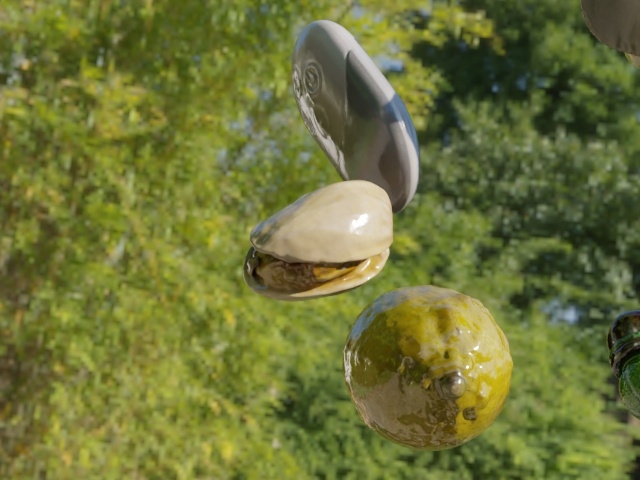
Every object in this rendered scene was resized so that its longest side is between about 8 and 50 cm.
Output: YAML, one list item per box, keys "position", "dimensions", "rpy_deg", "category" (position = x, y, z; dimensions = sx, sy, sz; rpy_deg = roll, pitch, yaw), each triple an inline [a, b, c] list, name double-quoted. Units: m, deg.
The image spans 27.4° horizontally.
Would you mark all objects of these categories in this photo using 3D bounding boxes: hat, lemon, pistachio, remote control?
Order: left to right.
- position: [0.000, 0.000, 1.756]
  dimensions: [0.230, 0.157, 0.157]
  rpy_deg: [-22, 7, -33]
  category: "pistachio"
- position: [0.049, -0.183, 1.943]
  dimensions: [0.104, 0.332, 0.221]
  rpy_deg: [-21, -35, -20]
  category: "remote control"
- position: [0.164, 0.199, 2.060]
  dimensions: [0.286, 0.285, 0.316]
  rpy_deg: [2, -8, 24]
  category: "lemon"
- position: [0.468, -0.385, 1.810]
  dimensions: [0.214, 0.149, 0.244]
  rpy_deg: [27, -37, 40]
  category: "hat"

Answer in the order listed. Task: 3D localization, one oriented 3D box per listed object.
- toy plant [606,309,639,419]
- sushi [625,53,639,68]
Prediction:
- position: [0.430, 0.172, 1.717]
  dimensions: [0.093, 0.162, 0.092]
  rpy_deg: [-3, -46, -3]
  category: "toy plant"
- position: [0.611, -0.358, 2.187]
  dimensions: [0.237, 0.270, 0.170]
  rpy_deg: [-18, -39, -3]
  category: "sushi"
